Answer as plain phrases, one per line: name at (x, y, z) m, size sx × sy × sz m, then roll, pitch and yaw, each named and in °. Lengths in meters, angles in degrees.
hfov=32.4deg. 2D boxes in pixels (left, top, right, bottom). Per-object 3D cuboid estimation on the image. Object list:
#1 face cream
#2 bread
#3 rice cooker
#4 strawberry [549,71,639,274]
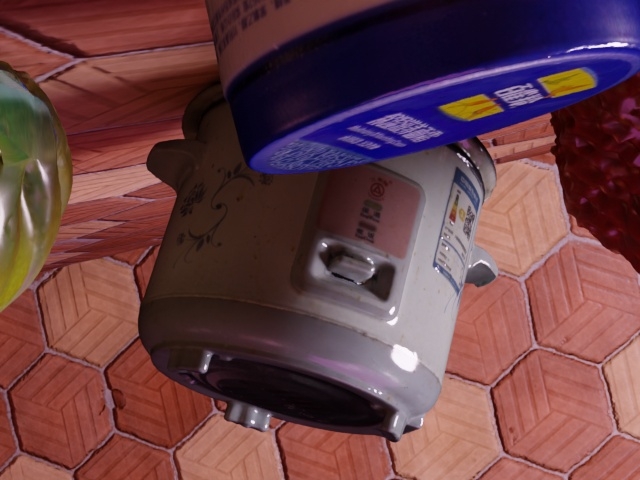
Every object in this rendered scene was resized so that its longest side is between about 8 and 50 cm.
face cream at (0.049, -0.110, 0.543) m, size 0.205 × 0.111 × 0.206 m, roll -14°, pitch 178°, yaw -1°
bread at (-0.239, -0.018, 0.667) m, size 0.158 × 0.156 × 0.260 m, roll -12°, pitch 179°, yaw 19°
rice cooker at (0.000, 0.000, 0.893) m, size 0.316 × 0.317 × 0.264 m, roll -12°, pitch 166°, yaw -18°
strawberry at (0.292, -0.089, 0.692) m, size 0.312 × 0.267 × 0.351 m, roll 19°, pitch 176°, yaw 29°
